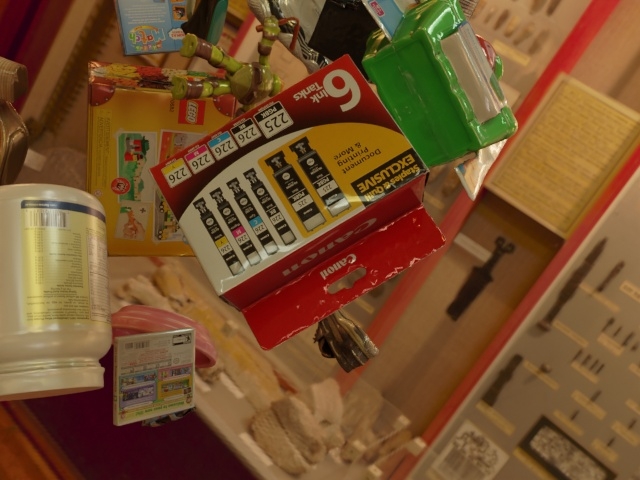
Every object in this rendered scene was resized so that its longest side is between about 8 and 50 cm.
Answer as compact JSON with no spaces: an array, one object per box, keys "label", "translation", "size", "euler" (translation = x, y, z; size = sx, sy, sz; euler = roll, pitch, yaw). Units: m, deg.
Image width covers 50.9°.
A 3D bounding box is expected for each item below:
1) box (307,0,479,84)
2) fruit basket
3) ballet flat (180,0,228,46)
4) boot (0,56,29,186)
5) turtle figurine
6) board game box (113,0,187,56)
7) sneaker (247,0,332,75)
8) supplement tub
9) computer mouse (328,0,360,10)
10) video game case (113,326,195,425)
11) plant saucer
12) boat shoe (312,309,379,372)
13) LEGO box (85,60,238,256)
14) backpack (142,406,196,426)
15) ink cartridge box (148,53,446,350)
[{"label":"box","translation":[0.166,-0.474,1.353],"size":[0.183,0.294,0.296],"euler":[36,25,26]},{"label":"fruit basket","translation":[0.217,-0.271,1.053],"size":[0.353,0.165,0.327],"euler":[-44,109,-46]},{"label":"ballet flat","translation":[-0.216,-0.515,1.356],"size":[0.096,0.280,0.095],"euler":[37,36,1]},{"label":"boot","translation":[-0.690,-0.236,1.292],"size":[0.220,0.283,0.109],"euler":[14,29,-1]},{"label":"turtle figurine","translation":[-0.142,-0.266,1.159],"size":[0.217,0.269,0.087],"euler":[0,40,-40]},{"label":"board game box","translation":[-0.374,-0.523,1.490],"size":[0.160,0.211,0.039],"euler":[-13,12,-26]},{"label":"sneaker","translation":[0.023,-0.493,1.572],"size":[0.366,0.210,0.137],"euler":[43,7,-17]},{"label":"supplement tub","translation":[-0.471,0.091,1.114],"size":[0.235,0.235,0.325],"euler":[11,67,-54]},{"label":"computer mouse","translation":[-0.063,-0.476,1.190],"size":[0.188,0.072,0.272],"euler":[1,22,-40]},{"label":"video game case","translation":[-0.376,0.305,1.535],"size":[0.023,0.193,0.212],"euler":[2,2,40]},{"label":"plant saucer","translation":[-0.439,0.262,1.855],"size":[0.332,0.084,0.332],"euler":[11,-24,5]},{"label":"boat shoe","translation":[0.035,0.270,1.957],"size":[0.132,0.130,0.355],"euler":[52,-7,-23]},{"label":"LEGO box","translation":[-0.452,-0.209,1.857],"size":[0.372,0.500,0.193],"euler":[1,28,-21]},{"label":"backpack","translation":[-0.468,0.489,2.007],"size":[0.173,0.158,0.117],"euler":[86,-16,-83]},{"label":"ink cartridge box","translation":[-0.021,-0.046,0.902],"size":[0.272,0.309,0.130],"euler":[58,-3,16]}]
